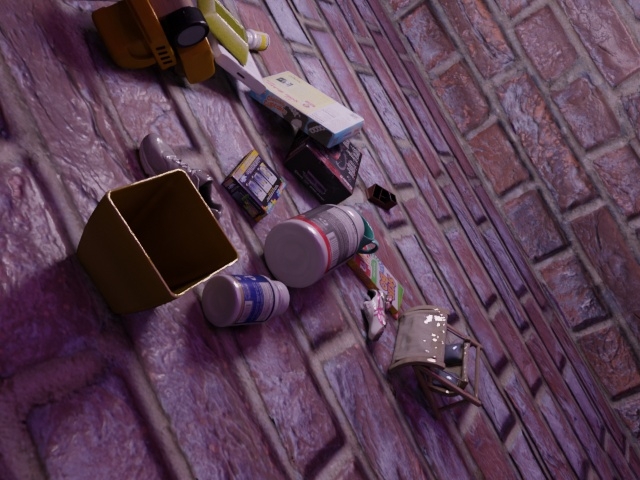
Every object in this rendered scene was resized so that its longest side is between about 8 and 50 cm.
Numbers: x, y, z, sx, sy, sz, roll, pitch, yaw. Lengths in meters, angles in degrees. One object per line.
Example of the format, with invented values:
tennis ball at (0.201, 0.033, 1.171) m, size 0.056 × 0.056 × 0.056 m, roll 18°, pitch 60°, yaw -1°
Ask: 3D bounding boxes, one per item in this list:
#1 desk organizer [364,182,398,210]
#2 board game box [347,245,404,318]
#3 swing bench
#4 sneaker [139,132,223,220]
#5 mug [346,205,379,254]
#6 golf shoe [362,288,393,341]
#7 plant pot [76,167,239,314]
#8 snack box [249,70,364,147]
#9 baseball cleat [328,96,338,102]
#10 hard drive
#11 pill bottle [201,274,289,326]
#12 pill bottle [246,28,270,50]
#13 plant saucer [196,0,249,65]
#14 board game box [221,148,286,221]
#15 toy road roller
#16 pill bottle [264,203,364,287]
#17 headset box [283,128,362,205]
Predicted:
desk organizer at (0.226, -0.160, 2.194) m, size 0.130 × 0.050 × 0.047 m, roll 24°, pitch 45°, yaw -44°
board game box at (0.185, 0.124, 1.904) m, size 0.259 × 0.039 × 0.124 m, roll 51°, pitch 32°, yaw -17°
swing bench at (0.355, 0.355, 1.812) m, size 0.255 × 0.165 × 0.253 m, roll 47°, pitch 33°, yaw -17°
sneaker at (-0.303, -0.141, 1.346) m, size 0.262 × 0.121 × 0.099 m, roll 59°, pitch 30°, yaw 1°
mug at (0.093, -0.014, 1.810) m, size 0.158 × 0.097 × 0.129 m, roll 55°, pitch 22°, yaw 13°
golf shoe at (0.158, 0.221, 1.759) m, size 0.085 × 0.068 × 0.186 m, roll 23°, pitch 39°, yaw -2°
plant pot at (-0.321, 0.020, 1.112) m, size 0.212 × 0.187 × 0.212 m, roll 57°, pitch 30°, yaw -2°
snack box at (-0.042, -0.417, 1.869) m, size 0.322 × 0.060 × 0.187 m, roll 36°, pitch 38°, yaw 16°
baseball cleat at (-0.007, -0.521, 2.162) m, size 0.109 × 0.072 × 0.206 m, roll 57°, pitch 26°, yaw 10°
hard drive at (-0.280, -0.592, 1.785) m, size 0.203 × 0.040 × 0.308 m, roll 28°, pitch 30°, yaw -52°
pill bottle at (-0.159, 0.131, 1.320) m, size 0.186 × 0.112 × 0.112 m, roll 6°, pitch 58°, yaw -54°
pill bottle at (-0.225, -0.668, 1.983) m, size 0.116 × 0.065 × 0.065 m, roll -19°, pitch 79°, yaw -59°
plant saucer at (-0.271, -0.615, 1.708) m, size 0.188 × 0.045 × 0.188 m, roll 41°, pitch 22°, yaw -36°
board game box at (-0.176, -0.150, 1.609) m, size 0.141 × 0.048 × 0.170 m, roll 47°, pitch 33°, yaw -15°
toy road roller at (-0.417, -0.520, 1.496) m, size 0.203 × 0.240 × 0.329 m, roll 62°, pitch -6°, yaw 8°
pill bottle at (0.000, 0.000, 1.602) m, size 0.176 × 0.176 × 0.318 m, roll 59°, pitch 30°, yaw 2°
headset box at (0.012, -0.255, 1.911) m, size 0.218 × 0.110 × 0.293 m, roll 44°, pitch 33°, yaw -21°
